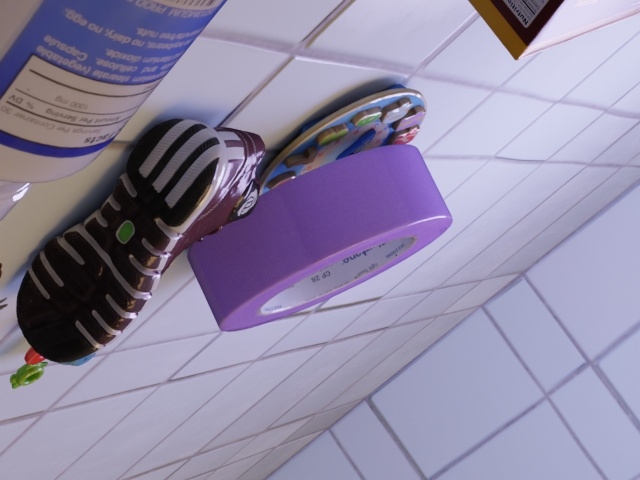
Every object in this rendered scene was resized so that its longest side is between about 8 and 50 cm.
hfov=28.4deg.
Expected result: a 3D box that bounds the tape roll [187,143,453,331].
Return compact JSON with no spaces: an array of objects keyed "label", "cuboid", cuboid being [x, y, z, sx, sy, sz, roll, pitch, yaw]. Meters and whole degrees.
[{"label":"tape roll","cuboid":[0.000,0.000,1.356,0.275,0.090,0.275,-25,171,-4]}]

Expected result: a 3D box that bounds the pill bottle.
[{"label":"pill bottle","cuboid":[-0.143,-0.126,0.643,0.272,0.152,0.152,-44,163,32]}]

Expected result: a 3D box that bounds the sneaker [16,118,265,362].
[{"label":"sneaker","cuboid":[-0.142,0.002,1.140,0.281,0.106,0.162,-44,166,27]}]

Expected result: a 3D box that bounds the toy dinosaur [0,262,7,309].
[{"label":"toy dinosaur","cuboid":[-0.306,0.038,1.057,0.090,0.047,0.082,-5,-174,22]}]

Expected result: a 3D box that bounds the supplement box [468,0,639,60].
[{"label":"supplement box","cuboid":[0.228,-0.274,1.029,0.191,0.129,0.194,-24,162,-37]}]

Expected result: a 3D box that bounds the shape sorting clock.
[{"label":"shape sorting clock","cuboid":[0.025,-0.090,1.331,0.206,0.040,0.206,-33,165,-10]}]

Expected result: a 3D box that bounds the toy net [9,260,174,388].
[{"label":"toy net","cuboid":[-0.228,0.061,1.253,0.122,0.045,0.232,-13,152,-50]}]
